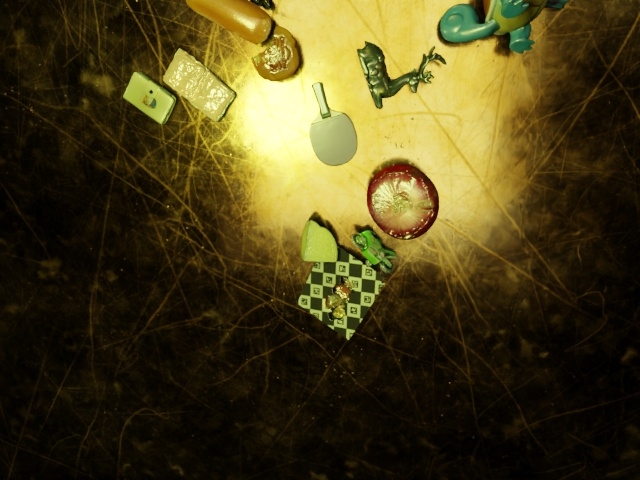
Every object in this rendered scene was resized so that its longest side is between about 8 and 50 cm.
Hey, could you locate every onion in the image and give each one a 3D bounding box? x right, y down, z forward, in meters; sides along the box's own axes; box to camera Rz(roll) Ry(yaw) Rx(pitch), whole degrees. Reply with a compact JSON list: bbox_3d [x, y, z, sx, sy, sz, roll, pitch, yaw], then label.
[{"bbox_3d":[0.265,-0.124,1.369,0.247,0.161,0.248,2,99,11],"label":"onion"}]

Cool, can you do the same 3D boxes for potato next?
[{"bbox_3d":[0.000,0.000,1.496,0.120,0.081,0.149,5,102,-14],"label":"potato"}]

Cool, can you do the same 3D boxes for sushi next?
[{"bbox_3d":[0.077,0.177,1.549,0.264,0.050,0.290,33,111,17],"label":"sushi"}]

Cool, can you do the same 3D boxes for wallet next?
[{"bbox_3d":[-0.565,-0.475,1.412,0.155,0.039,0.110,36,112,-5],"label":"wallet"}]

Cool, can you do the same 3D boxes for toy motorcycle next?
[{"bbox_3d":[0.184,0.031,1.462,0.190,0.106,0.074,41,132,-12],"label":"toy motorcycle"}]

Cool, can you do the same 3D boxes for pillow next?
[{"bbox_3d":[-0.397,-0.503,1.383,0.232,0.043,0.126,39,103,-4],"label":"pillow"}]

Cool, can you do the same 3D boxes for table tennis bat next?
[{"bbox_3d":[0.028,-0.377,1.386,0.154,0.021,0.274,-15,108,11],"label":"table tennis bat"}]

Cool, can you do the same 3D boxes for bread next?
[{"bbox_3d":[-0.126,-0.561,1.305,0.125,0.086,0.156,42,111,-13],"label":"bread"}]

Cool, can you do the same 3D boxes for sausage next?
[{"bbox_3d":[-0.272,-0.690,1.274,0.274,0.105,0.105,28,109,-3],"label":"sausage"}]

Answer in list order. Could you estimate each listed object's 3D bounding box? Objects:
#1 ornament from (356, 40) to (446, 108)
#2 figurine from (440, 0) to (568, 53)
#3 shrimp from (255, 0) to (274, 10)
[{"bbox_3d":[0.248,-0.534,1.278,0.236,0.080,0.202,-19,108,15],"label":"ornament"},{"bbox_3d":[0.541,-0.669,1.141,0.416,0.243,0.298,-42,143,20],"label":"figurine"},{"bbox_3d":[-0.208,-0.827,1.243,0.178,0.075,0.289,-44,86,15],"label":"shrimp"}]
